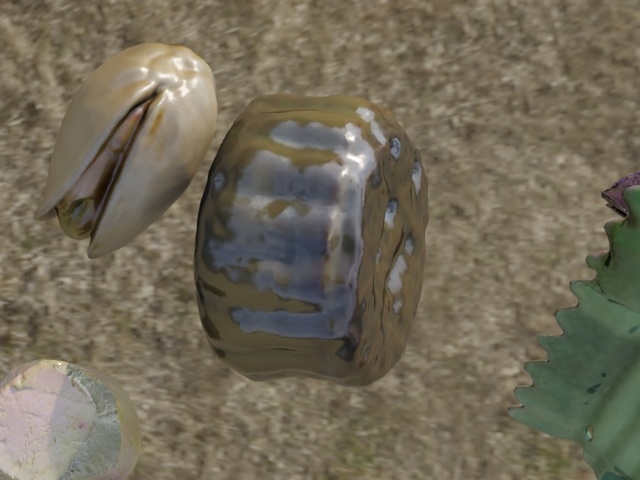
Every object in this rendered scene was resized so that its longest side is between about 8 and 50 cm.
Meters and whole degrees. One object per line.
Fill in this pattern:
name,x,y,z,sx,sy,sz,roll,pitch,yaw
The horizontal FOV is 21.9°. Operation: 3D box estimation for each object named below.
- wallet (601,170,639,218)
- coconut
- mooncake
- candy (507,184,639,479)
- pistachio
wallet,0.349,-0.058,1.522,0.166,0.111,0.030,-23,105,-2
coconut,-0.252,0.186,1.607,0.147,0.153,0.147,-1,80,4
mooncake,0.000,0.000,1.576,0.290,0.161,0.290,7,90,-71
candy,0.277,0.114,0.691,0.398,0.263,0.172,31,49,6
pistachio,-0.178,-0.087,1.541,0.144,0.144,0.215,30,105,-23
